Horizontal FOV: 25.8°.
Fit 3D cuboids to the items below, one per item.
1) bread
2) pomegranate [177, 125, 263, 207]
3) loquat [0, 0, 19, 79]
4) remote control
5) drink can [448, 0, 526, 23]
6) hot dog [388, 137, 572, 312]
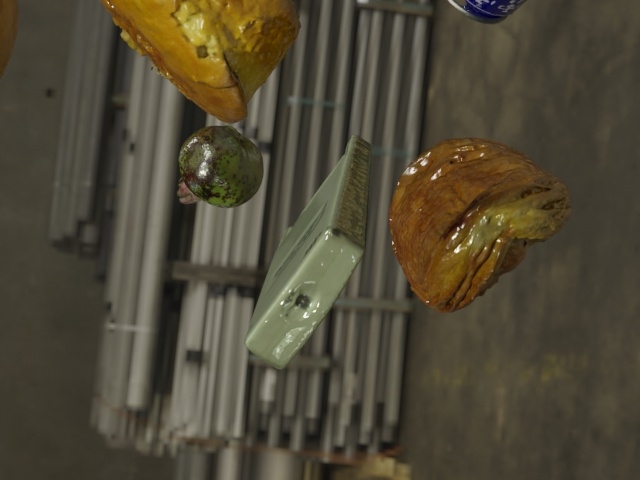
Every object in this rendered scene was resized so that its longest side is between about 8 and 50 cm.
[{"bbox_3d":[-0.137,-0.248,1.403,0.146,0.268,0.268,-43,6,-6],"label":"bread"},{"bbox_3d":[-0.165,-0.115,2.183,0.163,0.138,0.125,4,76,52],"label":"pomegranate"},{"bbox_3d":[-0.463,-0.223,1.424,0.359,0.328,0.328,41,132,40],"label":"loquat"},{"bbox_3d":[0.000,0.000,1.133,0.123,0.038,0.285,-54,7,17],"label":"remote control"},{"bbox_3d":[0.194,-0.279,1.138,0.235,0.097,0.097,-40,39,45],"label":"drink can"},{"bbox_3d":[0.164,-0.020,1.471,0.196,0.122,0.272,-40,19,0],"label":"hot dog"}]
